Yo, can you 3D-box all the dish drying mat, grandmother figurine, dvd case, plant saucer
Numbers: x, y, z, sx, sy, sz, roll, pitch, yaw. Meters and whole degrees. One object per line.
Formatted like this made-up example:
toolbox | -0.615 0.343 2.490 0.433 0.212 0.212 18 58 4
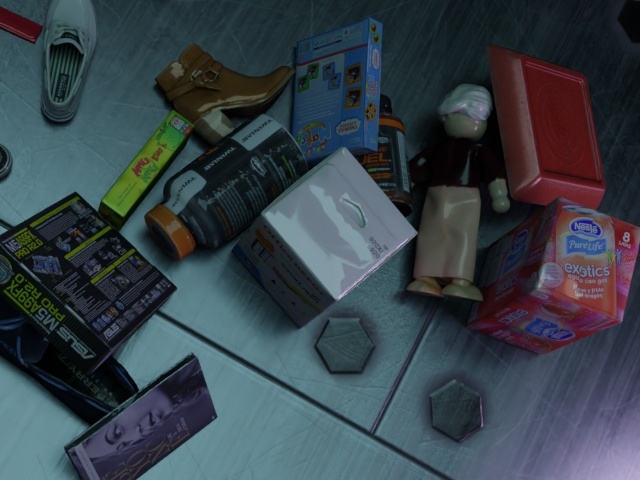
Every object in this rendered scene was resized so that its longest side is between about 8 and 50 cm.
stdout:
dish drying mat | -0.475 -0.337 1.981 0.083 0.008 0.032 24 71 -8
grandmother figurine | 0.209 -0.082 2.023 0.208 0.104 0.342 7 84 23
dvd case | -0.250 0.272 1.818 0.221 0.164 0.018 -36 55 -20
plant saucer | 0.379 -0.183 2.079 0.259 0.047 0.258 6 72 -49

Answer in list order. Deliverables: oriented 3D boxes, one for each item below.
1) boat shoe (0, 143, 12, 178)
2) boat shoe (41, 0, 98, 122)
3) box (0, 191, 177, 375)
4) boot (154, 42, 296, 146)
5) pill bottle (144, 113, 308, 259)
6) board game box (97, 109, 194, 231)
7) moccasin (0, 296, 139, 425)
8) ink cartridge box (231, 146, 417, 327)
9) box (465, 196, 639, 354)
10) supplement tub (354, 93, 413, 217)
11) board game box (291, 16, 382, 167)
boat shoe | -0.563 -0.137 1.875 0.219 0.070 0.078 11 74 -12
boat shoe | -0.382 -0.295 1.959 0.083 0.076 0.226 3 76 -14
box | -0.338 0.053 1.800 0.216 0.270 0.060 43 111 -2
boot | -0.148 -0.255 2.016 0.197 0.073 0.152 -41 85 -22
pill bottle | -0.148 -0.075 1.938 0.245 0.130 0.130 -39 89 -20
board game box | -0.265 -0.105 1.935 0.043 0.092 0.181 36 71 -3
moccasin | -0.380 0.134 1.828 0.342 0.117 0.138 37 66 -6
ink cartridge box | 0.000 0.000 1.904 0.168 0.232 0.171 -41 89 -20
box | 0.350 0.061 1.947 0.142 0.300 0.154 20 71 -7
supplement tub | 0.087 -0.131 2.022 0.106 0.106 0.198 0 68 -15
board game box | 0.024 -0.229 2.011 0.039 0.160 0.211 19 69 -44
